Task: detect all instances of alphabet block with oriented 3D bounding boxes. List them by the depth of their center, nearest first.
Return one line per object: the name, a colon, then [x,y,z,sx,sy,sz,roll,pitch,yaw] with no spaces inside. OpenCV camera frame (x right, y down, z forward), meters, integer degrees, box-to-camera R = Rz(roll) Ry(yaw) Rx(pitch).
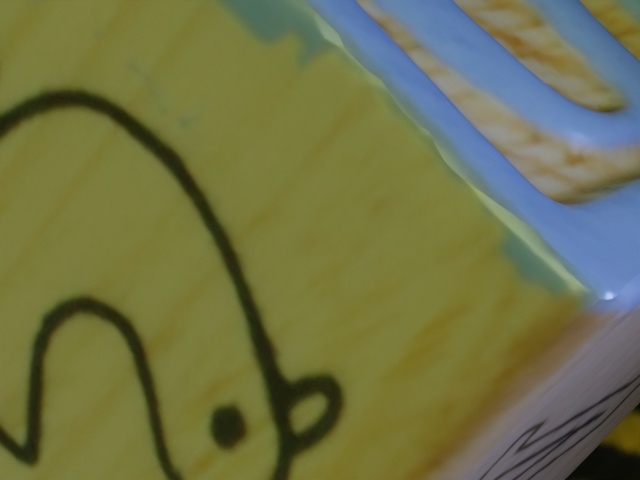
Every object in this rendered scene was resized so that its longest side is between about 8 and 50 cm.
alphabet block: [0.000,0.000,0.592,0.192,0.193,0.197,48,120,17]
